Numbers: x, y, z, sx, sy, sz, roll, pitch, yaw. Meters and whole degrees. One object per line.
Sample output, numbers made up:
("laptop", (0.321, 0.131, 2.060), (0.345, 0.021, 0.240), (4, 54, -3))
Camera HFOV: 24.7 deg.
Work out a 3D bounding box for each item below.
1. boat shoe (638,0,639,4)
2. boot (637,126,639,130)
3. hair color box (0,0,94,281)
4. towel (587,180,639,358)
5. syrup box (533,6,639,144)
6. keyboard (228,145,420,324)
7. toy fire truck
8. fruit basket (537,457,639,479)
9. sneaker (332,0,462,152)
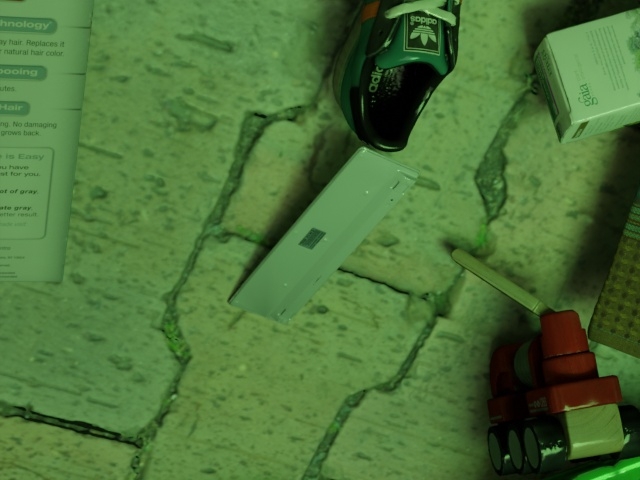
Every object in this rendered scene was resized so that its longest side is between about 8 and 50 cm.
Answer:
("boat shoe", (0.218, -0.332, 1.320), (0.116, 0.123, 0.324), (-32, 117, 14))
("boot", (0.430, -0.167, 1.504), (0.137, 0.077, 0.197), (18, 109, -13))
("hair color box", (-0.303, -0.131, 1.261), (0.185, 0.113, 0.374), (1, 134, -16))
("towel", (0.481, 0.052, 1.472), (0.370, 0.040, 0.271), (21, 116, 15))
("syrup box", (0.336, -0.177, 1.429), (0.237, 0.096, 0.093), (-16, 81, 0))
("keyboard", (0.000, 0.000, 1.491), (0.072, 0.014, 0.256), (25, 128, -21))
("toy fire truck", (0.226, 0.127, 1.589), (0.159, 0.217, 0.246), (-8, 82, -10))
("fruit basket", (0.355, 0.351, 1.717), (0.327, 0.165, 0.353), (-20, 154, -2))
("sneaker", (0.092, -0.221, 1.346), (0.108, 0.121, 0.302), (4, 121, -17))
